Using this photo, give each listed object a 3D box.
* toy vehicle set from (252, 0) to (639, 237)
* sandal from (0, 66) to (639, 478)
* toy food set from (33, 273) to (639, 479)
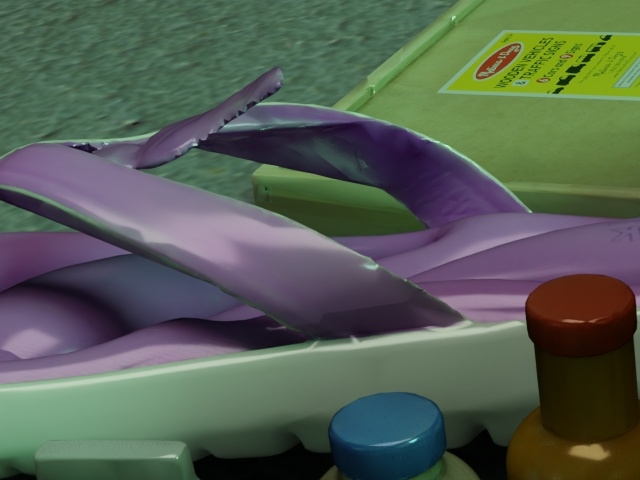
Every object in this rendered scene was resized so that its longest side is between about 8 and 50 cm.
[{"bbox_3d":[0.108,-0.059,0.762,0.166,0.035,0.267,5,27,28],"label":"toy vehicle set"},{"bbox_3d":[0.000,-0.003,0.558,0.416,0.102,0.169,-2,11,2],"label":"sandal"},{"bbox_3d":[-0.037,0.074,0.431,0.232,0.104,0.111,-1,25,16],"label":"toy food set"}]
